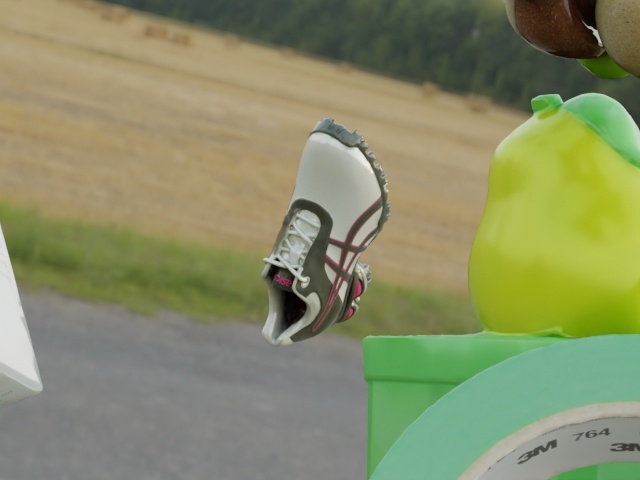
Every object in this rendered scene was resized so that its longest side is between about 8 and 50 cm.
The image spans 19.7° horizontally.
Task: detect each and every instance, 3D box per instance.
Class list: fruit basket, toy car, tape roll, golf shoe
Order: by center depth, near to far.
[{"bbox_3d":[0.166,0.209,0.975,0.321,0.321,0.077,16,-24,16],"label":"tape roll"},{"bbox_3d":[0.213,-0.154,1.107,0.155,0.149,0.188,30,6,-47],"label":"toy car"},{"bbox_3d":[0.215,0.092,1.393,0.283,0.392,0.392,27,-3,-35],"label":"fruit basket"},{"bbox_3d":[0.000,0.000,1.965,0.105,0.273,0.120,27,43,26],"label":"golf shoe"}]

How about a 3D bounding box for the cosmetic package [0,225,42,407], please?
[{"bbox_3d":[-0.247,-0.005,1.036,0.117,0.231,0.085,-21,-21,10],"label":"cosmetic package"}]
